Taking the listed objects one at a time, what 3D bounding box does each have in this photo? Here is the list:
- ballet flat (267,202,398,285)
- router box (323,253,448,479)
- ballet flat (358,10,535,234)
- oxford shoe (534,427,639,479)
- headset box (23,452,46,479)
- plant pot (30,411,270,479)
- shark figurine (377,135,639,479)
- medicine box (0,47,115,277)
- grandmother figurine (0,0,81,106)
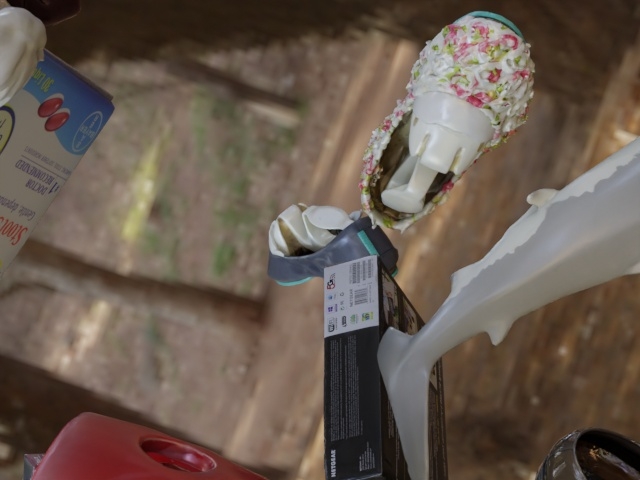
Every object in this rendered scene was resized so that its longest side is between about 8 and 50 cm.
[{"bbox_3d":[0.000,0.000,1.558,0.203,0.074,0.074,5,75,64],"label":"ballet flat"},{"bbox_3d":[0.047,0.120,1.283,0.133,0.046,0.179,54,-151,-47],"label":"router box"},{"bbox_3d":[0.084,-0.068,1.258,0.241,0.091,0.077,117,176,-65],"label":"ballet flat"},{"bbox_3d":[0.256,0.205,1.260,0.083,0.227,0.096,-57,-9,-27],"label":"oxford shoe"},{"bbox_3d":[-0.206,0.205,1.481,0.032,0.083,0.062,-148,61,-62],"label":"headset box"},{"bbox_3d":[-0.055,0.189,0.795,0.191,0.174,0.191,18,-90,-83],"label":"plant pot"},{"bbox_3d":[0.148,0.019,0.935,0.278,0.116,0.166,-35,-14,-7],"label":"shark figurine"},{"bbox_3d":[-0.343,-0.062,1.546,0.289,0.149,0.263,-57,-14,-1],"label":"medicine box"},{"bbox_3d":[-0.254,-0.232,1.374,0.104,0.207,0.342,-37,43,34],"label":"grandmother figurine"}]
